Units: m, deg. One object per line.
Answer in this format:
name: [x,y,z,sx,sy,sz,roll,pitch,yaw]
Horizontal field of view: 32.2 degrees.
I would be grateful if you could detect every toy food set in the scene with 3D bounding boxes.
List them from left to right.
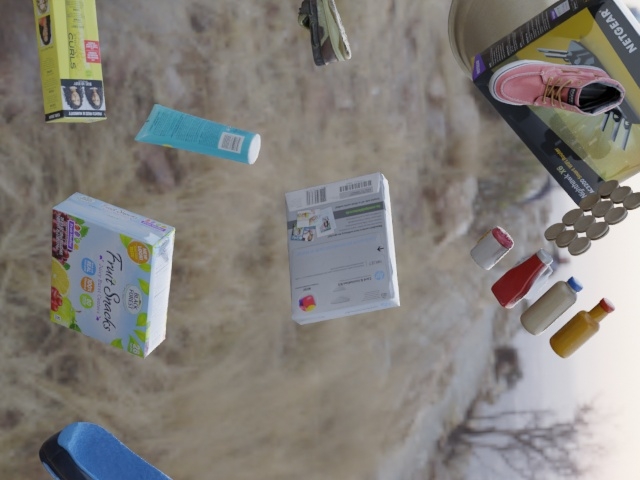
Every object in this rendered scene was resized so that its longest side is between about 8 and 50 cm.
toy food set: [0.311,0.047,1.596,0.111,0.104,0.232,16,35,-46]

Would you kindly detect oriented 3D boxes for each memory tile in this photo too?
memory tile: [0.421,-0.035,1.703,0.012,0.148,0.113,53,-5,-25]

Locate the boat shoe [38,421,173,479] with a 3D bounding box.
boat shoe: [-0.241,0.319,1.379,0.258,0.089,0.109,55,38,-17]

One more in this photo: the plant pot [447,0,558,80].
plant pot: [0.421,-0.367,2.133,0.305,0.334,0.333,-87,168,-58]

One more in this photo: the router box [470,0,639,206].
router box: [0.424,-0.229,1.749,0.309,0.243,0.081,44,30,-26]

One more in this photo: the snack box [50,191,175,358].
snack box: [-0.314,0.052,1.663,0.070,0.174,0.207,-48,154,-53]

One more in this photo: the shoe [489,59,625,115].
shoe: [0.330,-0.212,1.542,0.081,0.178,0.063,-118,-152,-65]

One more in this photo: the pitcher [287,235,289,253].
pitcher: [0.000,0.000,2.141,0.207,0.125,0.177,148,-45,-63]

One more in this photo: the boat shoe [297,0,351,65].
boat shoe: [-0.006,-0.403,1.977,0.080,0.073,0.223,60,12,-58]

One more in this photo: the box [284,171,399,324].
box: [0.027,0.010,1.505,0.038,0.145,0.186,44,37,-59]

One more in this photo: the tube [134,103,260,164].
tube: [-0.205,-0.178,1.871,0.052,0.207,0.080,85,25,-54]

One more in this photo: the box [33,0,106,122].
box: [-0.396,-0.303,1.745,0.087,0.058,0.232,-5,89,-47]
